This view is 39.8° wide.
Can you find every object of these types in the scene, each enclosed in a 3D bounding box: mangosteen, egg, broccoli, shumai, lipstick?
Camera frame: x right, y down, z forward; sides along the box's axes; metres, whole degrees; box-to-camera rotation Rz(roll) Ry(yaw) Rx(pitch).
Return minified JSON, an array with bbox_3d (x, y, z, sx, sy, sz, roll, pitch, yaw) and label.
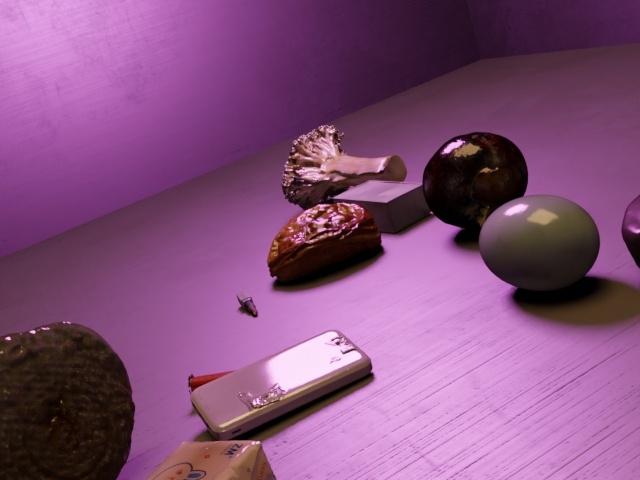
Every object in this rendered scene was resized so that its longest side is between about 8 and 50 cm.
[{"bbox_3d":[0.344,-0.100,1.899,0.231,0.231,0.289,-17,51,4],"label":"mangosteen"},{"bbox_3d":[0.376,0.004,1.535,0.168,0.168,0.231,-29,15,-32],"label":"egg"},{"bbox_3d":[0.077,-0.205,2.469,0.361,0.221,0.252,-7,22,24],"label":"broccoli"},{"bbox_3d":[-0.474,0.288,1.370,0.263,0.309,0.304,-22,41,42],"label":"shumai"},{"bbox_3d":[-0.155,0.140,1.918,0.025,0.025,0.107,-22,24,-14],"label":"lipstick"}]

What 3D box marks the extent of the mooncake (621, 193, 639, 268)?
[{"bbox_3d":[0.612,-0.039,1.428,0.245,0.133,0.245,-29,11,6],"label":"mooncake"}]

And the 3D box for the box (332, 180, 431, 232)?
[{"bbox_3d":[0.154,-0.087,2.219,0.129,0.086,0.225,-27,18,-29],"label":"box"}]

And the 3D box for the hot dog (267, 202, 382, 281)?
[{"bbox_3d":[0.000,0.000,2.042,0.272,0.122,0.196,-18,23,-6],"label":"hot dog"}]

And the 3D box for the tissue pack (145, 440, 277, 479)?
[{"bbox_3d":[-0.167,0.344,1.143,0.148,0.092,0.196,-9,18,32],"label":"tissue pack"}]

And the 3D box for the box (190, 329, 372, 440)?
[{"bbox_3d":[-0.064,0.231,1.452,0.285,0.044,0.142,-22,29,-19],"label":"box"}]

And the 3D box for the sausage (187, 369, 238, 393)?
[{"bbox_3d":[-0.158,0.245,1.535,0.145,0.050,0.048,-12,-12,18],"label":"sausage"}]
